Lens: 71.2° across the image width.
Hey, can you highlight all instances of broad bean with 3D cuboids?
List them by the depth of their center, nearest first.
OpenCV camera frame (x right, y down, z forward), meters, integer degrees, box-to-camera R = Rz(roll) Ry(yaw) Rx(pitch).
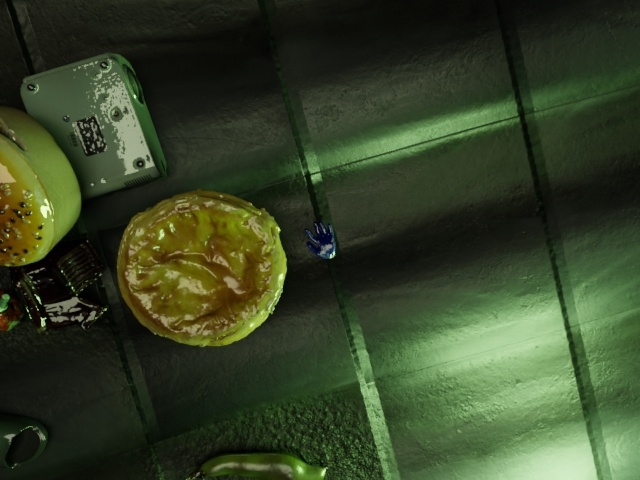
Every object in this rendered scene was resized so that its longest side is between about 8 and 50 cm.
[{"bbox_3d":[-0.146,0.512,1.004,0.324,0.067,0.075,2,65,-2],"label":"broad bean"}]

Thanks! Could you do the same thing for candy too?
[{"bbox_3d":[-0.601,0.126,0.848,0.084,0.287,0.078,54,53,-14],"label":"candy"}]

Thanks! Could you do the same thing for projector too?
[{"bbox_3d":[-0.445,-0.220,0.895,0.198,0.108,0.251,-17,96,-2],"label":"projector"}]

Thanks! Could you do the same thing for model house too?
[{"bbox_3d":[-0.529,0.094,0.927,0.164,0.141,0.203,-20,118,-23],"label":"model house"}]

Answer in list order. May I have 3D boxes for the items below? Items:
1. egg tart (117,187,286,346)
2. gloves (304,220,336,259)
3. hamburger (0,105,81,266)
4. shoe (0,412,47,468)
[{"bbox_3d":[-0.238,0.053,0.920,0.341,0.132,0.342,0,96,-2],"label":"egg tart"},{"bbox_3d":[0.000,0.000,0.982,0.064,0.026,0.086,-15,96,0],"label":"gloves"},{"bbox_3d":[-0.584,-0.093,0.790,0.300,0.176,0.300,9,118,17],"label":"hamburger"},{"bbox_3d":[-0.717,0.422,0.944,0.240,0.093,0.108,19,92,-3],"label":"shoe"}]
